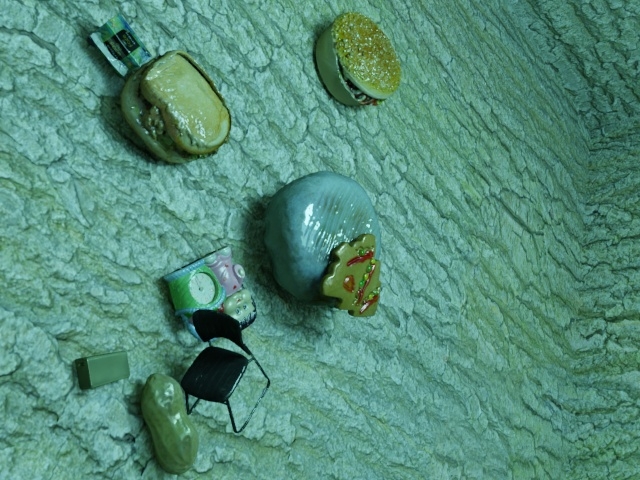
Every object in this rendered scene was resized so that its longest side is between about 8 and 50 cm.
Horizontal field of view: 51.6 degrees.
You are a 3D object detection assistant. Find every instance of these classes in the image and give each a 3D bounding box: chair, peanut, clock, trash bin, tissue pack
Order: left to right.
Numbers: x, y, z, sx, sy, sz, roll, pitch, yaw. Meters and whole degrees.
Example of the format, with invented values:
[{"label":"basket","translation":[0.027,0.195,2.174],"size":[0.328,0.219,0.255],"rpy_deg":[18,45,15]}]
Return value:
[{"label":"trash bin","translation":[-0.425,0.251,1.301],"size":[0.092,0.043,0.061],"rpy_deg":[-7,84,-50]},{"label":"tissue pack","translation":[-0.442,-0.416,1.439],"size":[0.111,0.085,0.079],"rpy_deg":[54,46,-23]},{"label":"peanut","translation":[-0.308,0.374,1.354],"size":[0.090,0.098,0.214],"rpy_deg":[-21,93,-36]},{"label":"clock","translation":[-0.242,0.130,1.499],"size":[0.194,0.100,0.196],"rpy_deg":[-32,101,-43]},{"label":"chair","translation":[-0.215,0.270,1.387],"size":[0.145,0.140,0.221],"rpy_deg":[-56,148,-39]}]

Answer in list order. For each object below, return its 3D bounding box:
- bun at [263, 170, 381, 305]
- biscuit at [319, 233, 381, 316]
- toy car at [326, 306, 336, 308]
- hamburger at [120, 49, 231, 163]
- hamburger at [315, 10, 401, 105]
[{"label":"bun","translation":[0.000,0.000,1.711],"size":[0.362,0.211,0.362],"rpy_deg":[10,77,-44]},{"label":"biscuit","translation":[0.093,0.102,1.630],"size":[0.212,0.041,0.239],"rpy_deg":[-50,129,-30]},{"label":"toy car","translation":[0.071,0.130,1.873],"size":[0.186,0.058,0.093],"rpy_deg":[-27,100,-36]},{"label":"hamburger","translation":[-0.315,-0.296,1.499],"size":[0.286,0.146,0.243],"rpy_deg":[11,68,-52]},{"label":"hamburger","translation":[0.124,-0.557,2.041],"size":[0.302,0.170,0.302],"rpy_deg":[18,65,-45]}]
